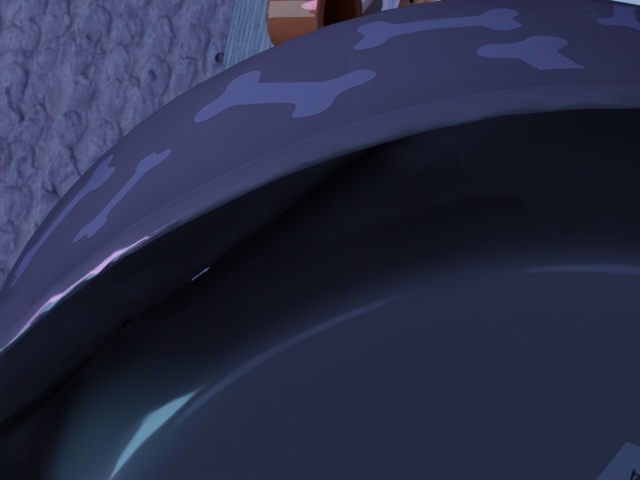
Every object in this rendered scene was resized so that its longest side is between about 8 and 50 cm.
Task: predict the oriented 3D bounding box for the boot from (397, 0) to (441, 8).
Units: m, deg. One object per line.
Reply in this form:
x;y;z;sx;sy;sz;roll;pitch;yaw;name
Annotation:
0.085;-0.144;1.394;0.197;0.073;0.152;-95;24;-53;boot

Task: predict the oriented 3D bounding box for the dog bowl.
0.051;0.085;0.571;0.102;0.349;0.348;-100;24;-54;dog bowl

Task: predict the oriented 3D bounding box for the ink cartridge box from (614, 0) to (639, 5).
0.125;-0.015;0.702;0.203;0.086;0.148;53;130;40;ink cartridge box

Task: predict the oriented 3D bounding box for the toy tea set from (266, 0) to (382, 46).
0.049;-0.180;1.539;0.200;0.124;0.336;-30;-59;-57;toy tea set
